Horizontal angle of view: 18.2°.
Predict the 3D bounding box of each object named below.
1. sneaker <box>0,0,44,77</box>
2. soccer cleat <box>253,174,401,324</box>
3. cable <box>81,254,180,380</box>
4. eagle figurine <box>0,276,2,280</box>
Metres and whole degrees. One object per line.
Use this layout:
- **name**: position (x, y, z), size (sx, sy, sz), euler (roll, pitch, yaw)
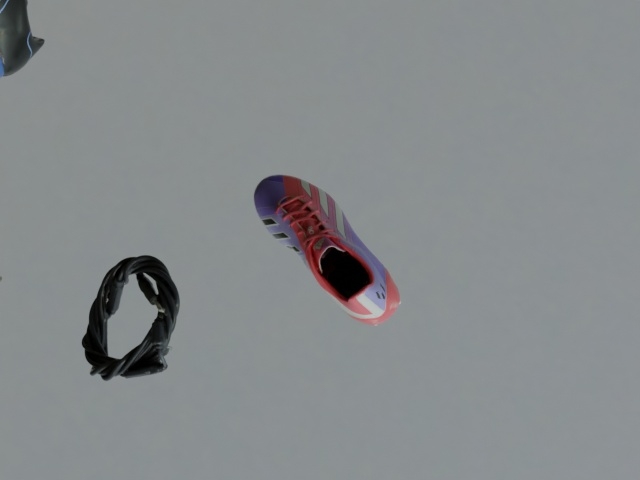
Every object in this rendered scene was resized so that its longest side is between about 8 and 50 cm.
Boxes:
- **sneaker**: position (-0.387, -0.290, 2.243), size (0.090, 0.232, 0.081), euler (-39, -140, -28)
- **soccer cleat**: position (0.000, 0.000, 2.283), size (0.083, 0.095, 0.248), euler (-43, -120, 3)
- **cable**: position (-0.241, 0.096, 2.447), size (0.184, 0.047, 0.150), euler (-11, -102, 50)
- **eagle figurine**: position (-0.471, -0.057, 2.202), size (0.225, 0.298, 0.226), euler (-20, -165, 13)
